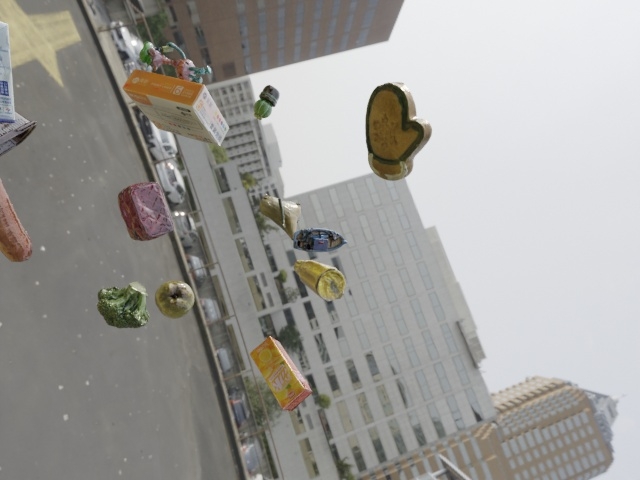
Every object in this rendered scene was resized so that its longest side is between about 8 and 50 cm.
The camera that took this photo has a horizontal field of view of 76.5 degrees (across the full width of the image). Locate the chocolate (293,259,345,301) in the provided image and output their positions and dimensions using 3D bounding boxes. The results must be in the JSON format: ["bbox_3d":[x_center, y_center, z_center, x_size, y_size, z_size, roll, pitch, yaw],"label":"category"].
[{"bbox_3d":[-0.035,0.171,2.073,0.445,0.162,0.162,22,-50,64],"label":"chocolate"}]

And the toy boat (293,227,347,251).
[{"bbox_3d":[0.000,0.000,1.591,0.097,0.223,0.100,-140,-125,-63],"label":"toy boat"}]

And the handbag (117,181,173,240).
[{"bbox_3d":[-0.687,-0.112,1.593,0.135,0.146,0.225,-8,-76,38],"label":"handbag"}]

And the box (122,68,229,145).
[{"bbox_3d":[-0.461,-0.428,1.319,0.220,0.274,0.091,64,47,-66],"label":"box"}]

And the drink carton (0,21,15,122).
[{"bbox_3d":[-1.082,-0.544,1.304,0.106,0.131,0.314,-32,129,-70],"label":"drink carton"}]

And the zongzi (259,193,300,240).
[{"bbox_3d":[-0.185,-0.100,1.809,0.099,0.195,0.197,121,-19,-50],"label":"zongzi"}]

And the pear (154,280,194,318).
[{"bbox_3d":[-0.632,0.256,1.764,0.136,0.167,0.167,-35,-109,54],"label":"pear"}]

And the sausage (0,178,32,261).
[{"bbox_3d":[-0.954,-0.123,1.181,0.094,0.094,0.418,21,-53,38],"label":"sausage"}]

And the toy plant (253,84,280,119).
[{"bbox_3d":[-0.263,-0.655,1.944,0.093,0.162,0.093,30,0,0],"label":"toy plant"}]

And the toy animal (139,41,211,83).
[{"bbox_3d":[-0.453,-0.563,1.279,0.100,0.208,0.103,-131,-119,-89],"label":"toy animal"}]

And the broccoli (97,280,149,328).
[{"bbox_3d":[-0.542,0.186,1.133,0.146,0.137,0.162,26,12,-43],"label":"broccoli"}]

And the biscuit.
[{"bbox_3d":[0.263,-0.376,1.435,0.287,0.057,0.343,26,-53,48],"label":"biscuit"}]

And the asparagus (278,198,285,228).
[{"bbox_3d":[-0.149,-0.104,1.570,0.015,0.018,0.127,82,-2,-70],"label":"asparagus"}]

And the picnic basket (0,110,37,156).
[{"bbox_3d":[-1.234,-0.387,1.510,0.129,0.223,0.296,49,38,-24],"label":"picnic basket"}]

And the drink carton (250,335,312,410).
[{"bbox_3d":[-0.130,0.431,1.325,0.223,0.096,0.071,48,-2,35],"label":"drink carton"}]
